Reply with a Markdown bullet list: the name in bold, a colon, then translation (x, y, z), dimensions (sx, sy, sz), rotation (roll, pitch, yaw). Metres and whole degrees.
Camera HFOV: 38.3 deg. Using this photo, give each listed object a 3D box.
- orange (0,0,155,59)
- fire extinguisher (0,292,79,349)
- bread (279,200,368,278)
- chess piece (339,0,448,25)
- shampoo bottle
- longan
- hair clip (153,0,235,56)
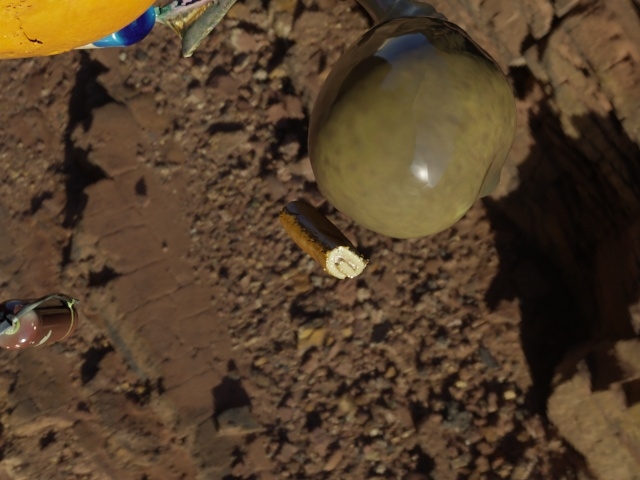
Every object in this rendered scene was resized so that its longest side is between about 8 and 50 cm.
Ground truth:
- **orange**: translation (-0.174, -0.211, 0.486), dimensions (0.240, 0.240, 0.239), rotation (17, 58, -30)
- **fire extinguisher**: translation (-0.249, 0.070, 0.796), dimensions (0.064, 0.158, 0.043), rotation (-41, 88, -2)
- **bread**: translation (0.000, 0.000, 0.810), dimensions (0.047, 0.036, 0.083), rotation (25, 14, -47)
- **chess piece**: translation (0.050, -0.488, 1.690), dimensions (0.397, 0.117, 0.117), rotation (42, 48, 4)
- **shampoo bottle**: translation (-0.291, -0.254, 1.090), dimensions (0.087, 0.183, 0.050), rotation (-51, 137, -48)
- **longan**: translation (0.149, -0.177, 1.479), dimensions (0.361, 0.361, 0.360), rotation (17, 58, -30)
- **hair clip**: translation (-0.104, -0.380, 1.370), dimensions (0.110, 0.359, 0.095), rotation (24, 55, -44)
